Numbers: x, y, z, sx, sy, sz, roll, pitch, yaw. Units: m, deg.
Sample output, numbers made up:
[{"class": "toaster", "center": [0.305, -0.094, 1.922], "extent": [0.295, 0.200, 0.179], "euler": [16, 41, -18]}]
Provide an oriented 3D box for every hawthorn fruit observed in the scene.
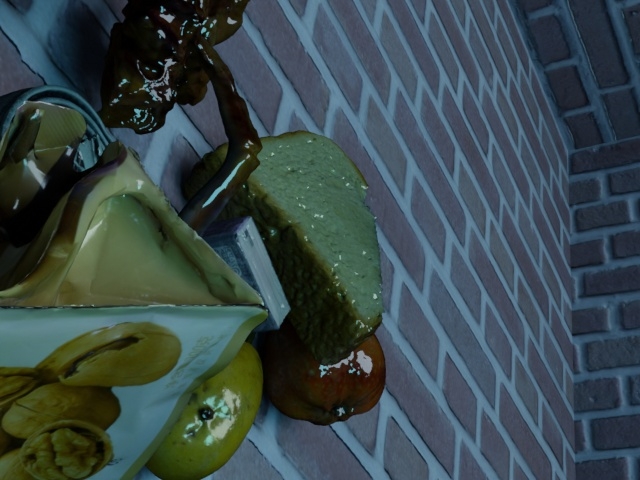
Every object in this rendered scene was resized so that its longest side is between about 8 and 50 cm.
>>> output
[{"class": "hawthorn fruit", "center": [-0.004, 0.121, 1.275], "extent": [0.162, 0.163, 0.203], "euler": [37, 30, -56]}]

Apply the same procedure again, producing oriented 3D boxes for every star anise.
[{"class": "star anise", "center": [-0.140, -0.157, 1.006], "extent": [0.237, 0.148, 0.346], "euler": [127, -37, -59]}]

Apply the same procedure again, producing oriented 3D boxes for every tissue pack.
[{"class": "tissue pack", "center": [-0.120, 0.042, 1.028], "extent": [0.112, 0.156, 0.051], "euler": [67, 30, -23]}]

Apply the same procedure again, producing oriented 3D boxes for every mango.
[{"class": "mango", "center": [-0.117, 0.161, 1.031], "extent": [0.098, 0.137, 0.195], "euler": [37, 16, -7]}]

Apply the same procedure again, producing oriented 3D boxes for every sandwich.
[{"class": "sandwich", "center": [0.003, -0.003, 1.220], "extent": [0.288, 0.099, 0.254], "euler": [51, 26, 18]}]

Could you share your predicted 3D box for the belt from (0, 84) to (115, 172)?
[{"class": "belt", "center": [-0.225, 0.004, 0.863], "extent": [0.206, 0.116, 0.267], "euler": [-9, 85, -71]}]

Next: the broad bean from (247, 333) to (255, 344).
[{"class": "broad bean", "center": [-0.090, 0.058, 1.217], "extent": [0.065, 0.046, 0.254], "euler": [42, 39, -29]}]

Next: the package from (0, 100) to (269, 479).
[{"class": "package", "center": [-0.216, 0.077, 0.637], "extent": [0.221, 0.311, 0.165], "euler": [2, 45, -43]}]
